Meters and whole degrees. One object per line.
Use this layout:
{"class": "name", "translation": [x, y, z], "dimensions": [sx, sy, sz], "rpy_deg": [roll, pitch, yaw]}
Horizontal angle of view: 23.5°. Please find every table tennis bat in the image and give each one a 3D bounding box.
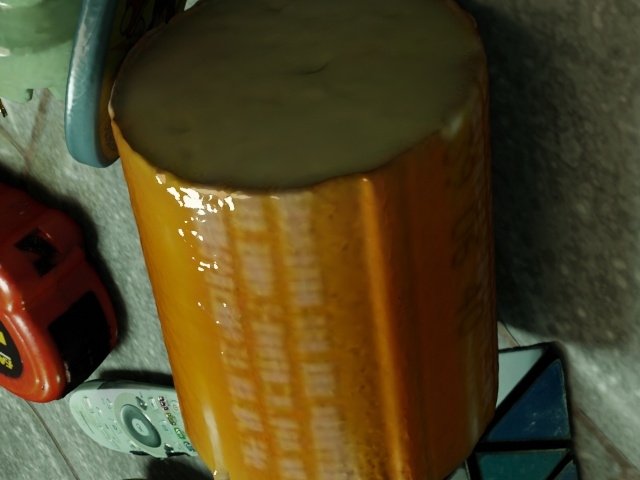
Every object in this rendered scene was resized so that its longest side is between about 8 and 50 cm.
{"class": "table tennis bat", "translation": [-0.108, -0.200, 0.981], "dimensions": [0.044, 0.215, 0.329], "rpy_deg": [17, 115, 5]}

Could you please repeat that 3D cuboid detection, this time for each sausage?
{"class": "sausage", "translation": [0.000, 0.000, 0.998], "dimensions": [0.233, 0.233, 0.287], "rpy_deg": [29, 143, 33]}

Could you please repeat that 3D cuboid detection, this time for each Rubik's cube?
{"class": "Rubik's cube", "translation": [0.047, 0.190, 1.215], "dimensions": [0.234, 0.250, 0.284], "rpy_deg": [45, 160, 50]}

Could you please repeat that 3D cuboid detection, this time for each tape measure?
{"class": "tape measure", "translation": [-0.325, 0.044, 1.594], "dimensions": [0.253, 0.114, 0.260], "rpy_deg": [25, 144, 36]}

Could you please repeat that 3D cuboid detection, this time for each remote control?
{"class": "remote control", "translation": [-0.184, 0.186, 1.623], "dimensions": [0.256, 0.045, 0.097], "rpy_deg": [-1, 123, 50]}

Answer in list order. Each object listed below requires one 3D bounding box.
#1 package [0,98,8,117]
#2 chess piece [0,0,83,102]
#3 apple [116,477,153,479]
{"class": "package", "translation": [-0.350, -0.173, 1.471], "dimensions": [0.120, 0.031, 0.108], "rpy_deg": [14, 134, 45]}
{"class": "chess piece", "translation": [-0.228, -0.236, 1.111], "dimensions": [0.194, 0.194, 0.299], "rpy_deg": [37, 155, 22]}
{"class": "apple", "translation": [-0.206, 0.378, 1.673], "dimensions": [0.241, 0.242, 0.242], "rpy_deg": [25, 141, 40]}
